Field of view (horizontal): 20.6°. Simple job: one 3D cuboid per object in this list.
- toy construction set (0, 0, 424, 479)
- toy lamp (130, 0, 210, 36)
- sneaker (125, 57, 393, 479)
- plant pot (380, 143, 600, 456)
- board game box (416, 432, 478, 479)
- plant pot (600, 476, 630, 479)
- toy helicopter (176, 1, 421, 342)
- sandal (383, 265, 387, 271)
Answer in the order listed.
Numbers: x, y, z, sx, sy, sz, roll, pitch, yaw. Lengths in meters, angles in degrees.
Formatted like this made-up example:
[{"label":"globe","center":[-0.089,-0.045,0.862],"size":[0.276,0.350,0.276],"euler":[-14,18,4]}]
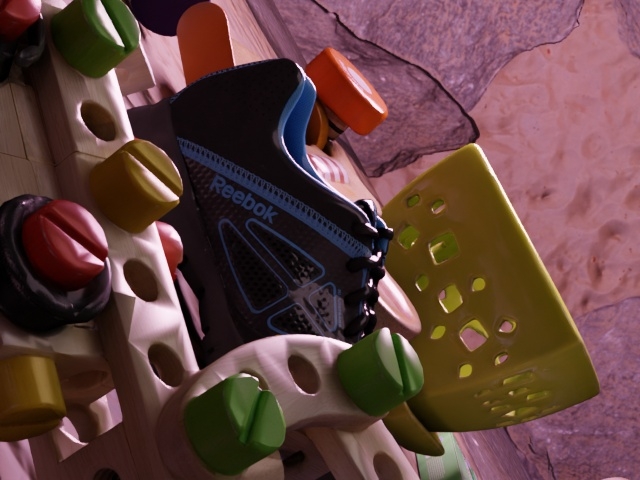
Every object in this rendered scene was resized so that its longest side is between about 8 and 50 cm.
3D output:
[{"label":"toy construction set","center":[-0.077,0.004,0.683],"size":[0.215,0.151,0.327],"euler":[13,36,-49]},{"label":"toy lamp","center":[-0.135,-0.254,1.644],"size":[0.080,0.080,0.274],"euler":[60,9,-20]},{"label":"sneaker","center":[-0.008,0.045,1.110],"size":[0.341,0.140,0.125],"euler":[64,5,5]},{"label":"plant pot","center":[0.123,0.074,1.700],"size":[0.228,0.207,0.227],"euler":[65,5,22]},{"label":"board game box","center":[0.169,0.336,1.725],"size":[0.213,0.046,0.317],"euler":[60,7,-12]},{"label":"plant pot","center":[0.381,0.432,2.032],"size":[0.280,0.323,0.323],"euler":[47,-4,37]},{"label":"toy helicopter","center":[-0.017,-0.051,1.436],"size":[0.235,0.140,0.355],"euler":[37,18,-46]},{"label":"sandal","center":[0.001,0.000,1.608],"size":[0.054,0.097,0.254],"euler":[2,47,-42]}]
